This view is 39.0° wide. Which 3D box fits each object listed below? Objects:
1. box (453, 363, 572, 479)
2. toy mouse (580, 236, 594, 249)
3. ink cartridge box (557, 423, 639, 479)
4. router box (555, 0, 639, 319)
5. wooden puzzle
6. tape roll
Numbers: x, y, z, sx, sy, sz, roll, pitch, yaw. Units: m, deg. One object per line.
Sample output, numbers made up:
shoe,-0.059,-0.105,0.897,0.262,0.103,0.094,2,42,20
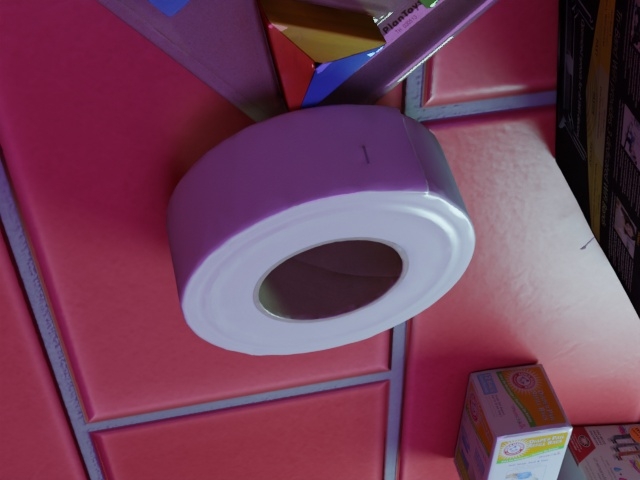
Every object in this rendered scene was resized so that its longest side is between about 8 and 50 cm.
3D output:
box,0.254,0.277,1.221,0.103,0.114,0.203,-6,132,-8
toy mouse,0.361,-0.067,0.994,0.161,0.031,0.143,-14,134,-3
ink cartridge box,0.435,0.360,1.339,0.176,0.128,0.127,1,131,-18
router box,0.279,-0.118,0.776,0.081,0.243,0.308,-12,134,1
wooden puzzle,-0.011,-0.242,0.696,0.322,0.080,0.348,-38,130,19
tape roll,0.000,0.000,0.862,0.286,0.100,0.286,-11,148,-7
